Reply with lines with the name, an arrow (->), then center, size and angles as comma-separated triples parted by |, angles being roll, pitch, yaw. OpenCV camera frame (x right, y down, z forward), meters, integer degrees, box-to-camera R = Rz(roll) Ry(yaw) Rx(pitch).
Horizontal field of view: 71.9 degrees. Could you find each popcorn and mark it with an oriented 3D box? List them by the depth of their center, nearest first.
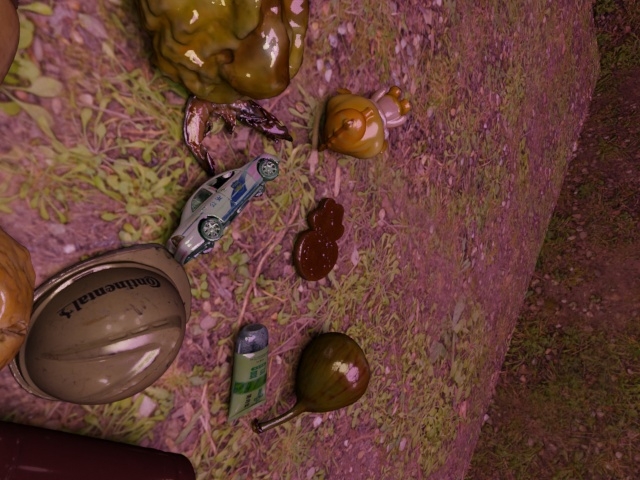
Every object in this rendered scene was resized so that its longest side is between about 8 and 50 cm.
popcorn -> -0.113, -0.296, 0.560 | 0.206, 0.251, 0.237 | -44, 115, -28

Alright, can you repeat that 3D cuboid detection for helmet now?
helmet -> -0.250, 0.122, 0.584 | 0.257, 0.137, 0.204 | -37, 124, -36

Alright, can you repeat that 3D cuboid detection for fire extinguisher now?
fire extinguisher -> -0.308, 0.287, 0.498 | 0.337, 0.114, 0.135 | 41, 55, -41

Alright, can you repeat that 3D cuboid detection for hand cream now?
hand cream -> -0.128, 0.240, 0.811 | 0.095, 0.046, 0.175 | -11, 109, -51

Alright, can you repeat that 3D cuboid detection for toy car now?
toy car -> -0.151, -0.061, 0.687 | 0.076, 0.090, 0.224 | 41, 63, -7

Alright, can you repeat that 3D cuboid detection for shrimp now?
shrimp -> -0.135, -0.164, 0.718 | 0.195, 0.035, 0.147 | 24, 78, -40

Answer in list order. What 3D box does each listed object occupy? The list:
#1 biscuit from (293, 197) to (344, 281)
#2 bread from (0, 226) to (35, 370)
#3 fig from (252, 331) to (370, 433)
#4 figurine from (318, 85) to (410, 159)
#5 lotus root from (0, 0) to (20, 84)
biscuit -> 0.000, 0.000, 0.911 | 0.124, 0.026, 0.175 | 30, 77, -48
bread -> -0.396, 0.065, 0.411 | 0.244, 0.134, 0.244 | -11, 105, -48
fig -> -0.009, 0.309, 0.887 | 0.259, 0.151, 0.151 | -45, 129, -26
figurine -> 0.090, -0.243, 0.887 | 0.246, 0.131, 0.156 | -33, 87, -37
lotus root -> -0.369, -0.161, 0.387 | 0.140, 0.154, 0.256 | 46, 47, -46
